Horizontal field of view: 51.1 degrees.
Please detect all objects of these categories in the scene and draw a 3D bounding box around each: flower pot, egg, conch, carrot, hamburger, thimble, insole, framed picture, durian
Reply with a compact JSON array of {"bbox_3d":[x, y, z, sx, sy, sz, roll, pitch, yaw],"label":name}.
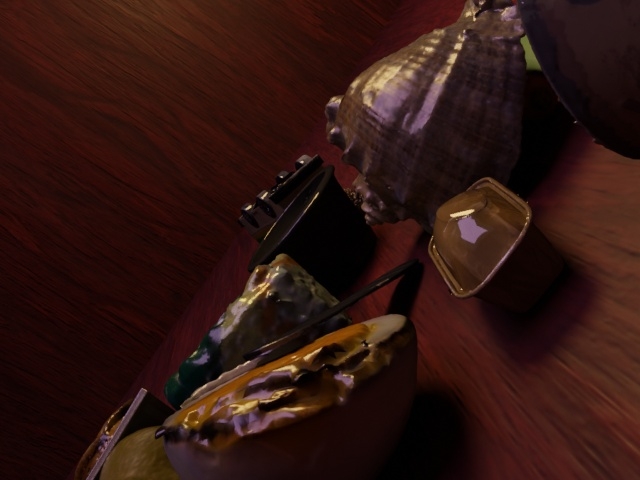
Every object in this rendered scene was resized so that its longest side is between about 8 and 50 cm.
[{"bbox_3d":[0.000,0.000,1.172,0.235,0.148,0.235,-50,11,14],"label":"flower pot"},{"bbox_3d":[-0.007,0.191,0.668,0.286,0.174,0.264,-29,-3,36],"label":"egg"},{"bbox_3d":[0.122,-0.142,0.854,0.297,0.209,0.353,-112,23,-47],"label":"conch"},{"bbox_3d":[0.247,-0.180,0.900,0.067,0.067,0.225,-56,11,-3],"label":"carrot"},{"bbox_3d":[-0.405,0.472,1.437,0.245,0.162,0.244,-59,-6,-10],"label":"hamburger"},{"bbox_3d":[-0.085,0.161,0.973,0.288,0.167,0.254,-49,4,31],"label":"thimble"},{"bbox_3d":[0.023,0.081,0.833,0.309,0.012,0.110,-25,-4,-40],"label":"insole"},{"bbox_3d":[-0.329,0.415,1.259,0.213,0.016,0.289,-61,-23,-22],"label":"framed picture"},{"bbox_3d":[0.058,-0.067,1.287,0.091,0.080,0.080,109,-176,-50],"label":"durian"}]

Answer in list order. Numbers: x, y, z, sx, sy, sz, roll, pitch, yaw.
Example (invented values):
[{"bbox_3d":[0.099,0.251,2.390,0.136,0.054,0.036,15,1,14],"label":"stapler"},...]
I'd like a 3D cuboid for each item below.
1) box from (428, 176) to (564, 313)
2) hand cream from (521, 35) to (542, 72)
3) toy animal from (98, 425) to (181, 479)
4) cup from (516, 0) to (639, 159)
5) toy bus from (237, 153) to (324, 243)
[{"bbox_3d":[0.163,0.001,0.662,0.111,0.111,0.177,-53,12,12],"label":"box"},{"bbox_3d":[0.313,-0.270,0.943,0.095,0.046,0.175,-54,19,2],"label":"hand cream"},{"bbox_3d":[-0.258,0.414,0.994,0.181,0.180,0.363,-53,11,7],"label":"toy animal"},{"bbox_3d":[0.326,-0.210,0.470,0.301,0.228,0.257,-28,6,-40],"label":"cup"},{"bbox_3d":[-0.054,-0.055,1.451,0.143,0.179,0.305,-45,9,-20],"label":"toy bus"}]
